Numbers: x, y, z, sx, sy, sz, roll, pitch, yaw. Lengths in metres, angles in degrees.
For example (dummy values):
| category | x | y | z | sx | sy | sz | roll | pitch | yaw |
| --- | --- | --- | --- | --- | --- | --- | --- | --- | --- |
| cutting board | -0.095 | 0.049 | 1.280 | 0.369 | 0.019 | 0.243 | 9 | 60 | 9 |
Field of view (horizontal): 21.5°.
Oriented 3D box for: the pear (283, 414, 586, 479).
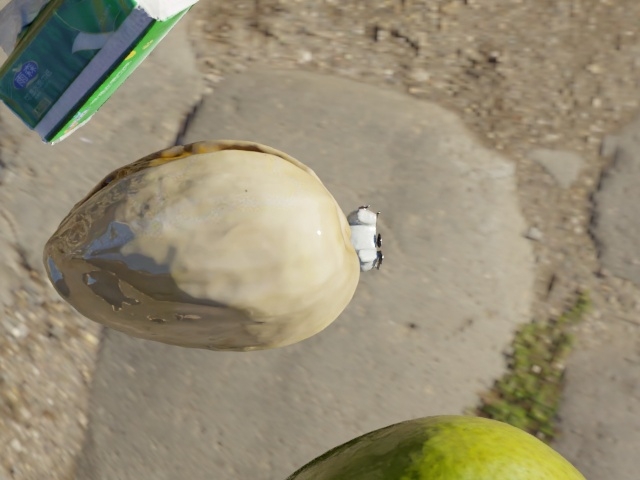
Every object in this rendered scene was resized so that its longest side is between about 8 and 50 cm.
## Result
| category | x | y | z | sx | sy | sz | roll | pitch | yaw |
| --- | --- | --- | --- | --- | --- | --- | --- | --- | --- |
| pear | 0.059 | 0.166 | 0.701 | 0.216 | 0.166 | 0.180 | 24 | 116 | -40 |

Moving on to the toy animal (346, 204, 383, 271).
| category | x | y | z | sx | sy | sz | roll | pitch | yaw |
| --- | --- | --- | --- | --- | --- | --- | --- | --- | --- |
| toy animal | 0.001 | 0.000 | 1.759 | 0.124 | 0.085 | 0.071 | -3 | 93 | -5 |

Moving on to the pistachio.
| category | x | y | z | sx | sy | sz | roll | pitch | yaw |
| --- | --- | --- | --- | --- | --- | --- | --- | --- | --- |
| pistachio | -0.086 | 0.004 | 1.239 | 0.229 | 0.157 | 0.157 | -1 | 98 | -4 |

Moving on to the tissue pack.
| category | x | y | z | sx | sy | sz | roll | pitch | yaw |
| --- | --- | --- | --- | --- | --- | --- | --- | --- | --- |
| tissue pack | -0.268 | -0.241 | 1.873 | 0.156 | 0.148 | 0.209 | 44 | 117 | -5 |
